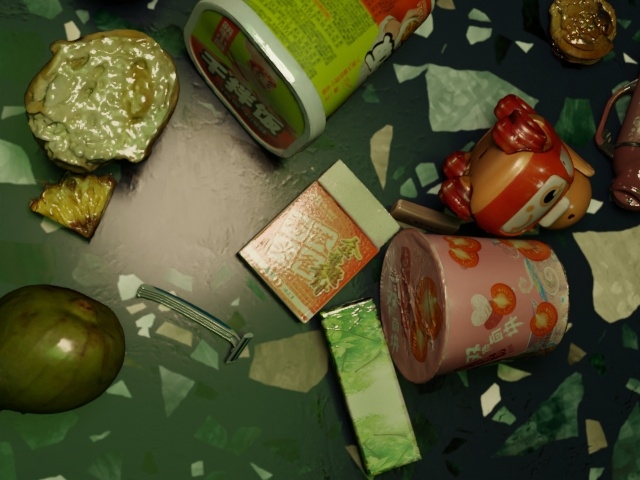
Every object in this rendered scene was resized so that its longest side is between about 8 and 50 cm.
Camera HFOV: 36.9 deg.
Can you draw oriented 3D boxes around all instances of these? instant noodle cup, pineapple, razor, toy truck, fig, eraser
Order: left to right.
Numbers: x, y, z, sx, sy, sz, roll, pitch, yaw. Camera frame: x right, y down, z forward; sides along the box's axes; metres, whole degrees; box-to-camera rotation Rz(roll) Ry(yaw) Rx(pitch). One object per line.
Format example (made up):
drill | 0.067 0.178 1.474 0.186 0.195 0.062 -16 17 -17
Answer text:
fig | -0.398 0.173 1.382 0.203 0.203 0.225 41 102 -7
pineapple | -0.374 -0.052 1.473 0.137 0.069 0.116 -16 94 -5
razor | -0.199 0.119 1.507 0.191 0.037 0.068 32 121 -4
instant noodle cup | -0.007 -0.329 1.488 0.308 0.294 0.294 -42 95 -20
eraser | 0.000 0.000 1.562 0.230 0.038 0.157 -44 95 -12
instant noodle cup | 0.243 0.099 1.517 0.231 0.243 0.243 -2 86 -19
toy truck | 0.335 -0.092 1.545 0.239 0.265 0.189 38 114 -6

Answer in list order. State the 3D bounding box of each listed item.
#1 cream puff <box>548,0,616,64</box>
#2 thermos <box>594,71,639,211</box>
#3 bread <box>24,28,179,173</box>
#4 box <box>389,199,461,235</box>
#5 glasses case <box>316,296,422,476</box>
cream puff | 0.457 -0.373 1.669 0.119 0.104 0.133 -20 89 -7
thermos | 0.574 -0.211 1.674 0.136 0.109 0.330 22 81 -11
bread | -0.315 -0.204 1.406 0.196 0.252 0.238 28 85 -14
box | 0.174 -0.037 1.599 0.115 0.048 0.025 17 75 -11
glasses case | 0.077 0.233 1.547 0.095 0.062 0.272 -16 88 -8
